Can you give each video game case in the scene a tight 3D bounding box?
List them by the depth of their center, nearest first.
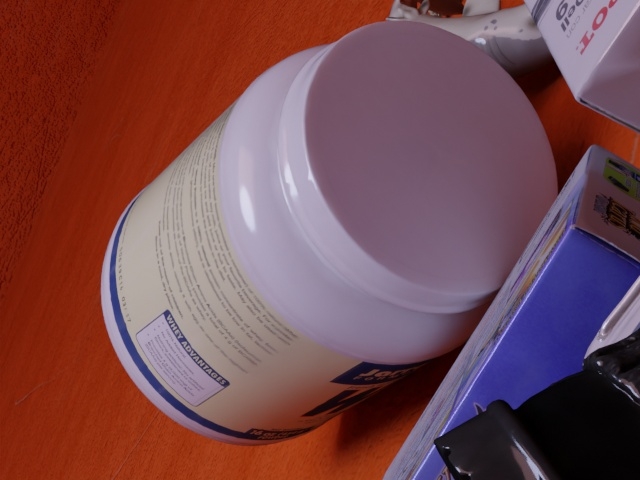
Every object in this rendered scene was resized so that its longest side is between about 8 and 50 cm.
[{"bbox_3d":[0.110,0.089,1.063,0.269,0.061,0.244,-60,-4,17],"label":"video game case"}]

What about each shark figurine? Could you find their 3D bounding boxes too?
[{"bbox_3d":[0.107,-0.147,1.441,0.166,0.116,0.278,-33,27,-8],"label":"shark figurine"}]

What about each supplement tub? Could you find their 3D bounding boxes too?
[{"bbox_3d":[0.000,0.000,1.319,0.325,0.235,0.235,-37,33,54],"label":"supplement tub"}]

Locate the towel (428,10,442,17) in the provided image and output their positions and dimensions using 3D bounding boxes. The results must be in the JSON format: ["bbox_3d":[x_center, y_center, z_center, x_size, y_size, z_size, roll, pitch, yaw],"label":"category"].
[{"bbox_3d":[0.130,-0.278,1.638,0.110,0.027,0.148,-48,25,43],"label":"towel"}]

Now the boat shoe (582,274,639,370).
[{"bbox_3d":[0.224,-0.011,0.874,0.258,0.095,0.084,-42,23,-3],"label":"boat shoe"}]

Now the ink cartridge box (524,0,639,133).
[{"bbox_3d":[0.230,-0.206,1.133,0.211,0.121,0.289,-58,21,23],"label":"ink cartridge box"}]

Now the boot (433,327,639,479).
[{"bbox_3d":[0.232,0.128,0.706,0.260,0.131,0.348,-32,59,-4],"label":"boot"}]
